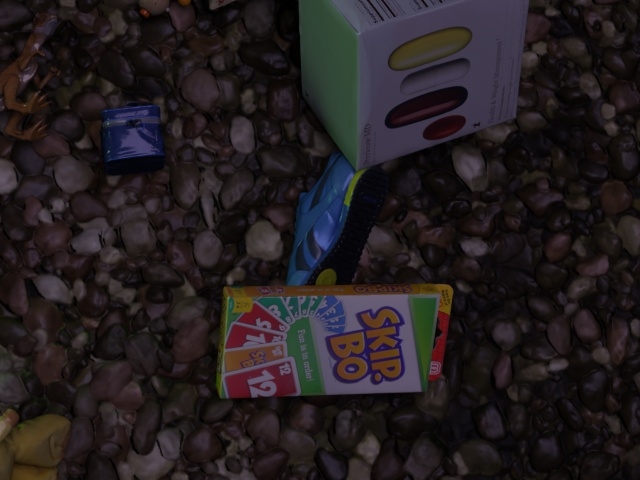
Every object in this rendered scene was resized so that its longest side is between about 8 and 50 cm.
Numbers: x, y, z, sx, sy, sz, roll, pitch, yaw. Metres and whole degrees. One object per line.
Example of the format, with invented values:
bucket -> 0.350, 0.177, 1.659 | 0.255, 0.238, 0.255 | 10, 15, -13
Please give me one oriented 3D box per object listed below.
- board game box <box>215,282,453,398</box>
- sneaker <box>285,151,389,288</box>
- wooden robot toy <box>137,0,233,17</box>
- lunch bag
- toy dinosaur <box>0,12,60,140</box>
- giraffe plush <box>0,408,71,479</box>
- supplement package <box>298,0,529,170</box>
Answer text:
board game box -> 0.019, 0.109, 1.594 | 0.259, 0.039, 0.124 | -1, 114, -17
sneaker -> 0.000, 0.000, 1.626 | 0.069, 0.082, 0.209 | 23, 91, -50
wooden robot toy -> -0.182, -0.286, 1.612 | 0.173, 0.076, 0.079 | 33, 86, -7
lunch bag -> -0.202, -0.112, 1.563 | 0.067, 0.098, 0.065 | -7, 81, -10
toy dinosaur -> -0.344, -0.150, 1.563 | 0.211, 0.064, 0.112 | -45, 62, -12
giraffe plush -> -0.375, 0.217, 1.450 | 0.170, 0.210, 0.181 | 23, 79, 19
supplement package -> 0.098, -0.216, 1.584 | 0.203, 0.194, 0.149 | -19, 48, -16
